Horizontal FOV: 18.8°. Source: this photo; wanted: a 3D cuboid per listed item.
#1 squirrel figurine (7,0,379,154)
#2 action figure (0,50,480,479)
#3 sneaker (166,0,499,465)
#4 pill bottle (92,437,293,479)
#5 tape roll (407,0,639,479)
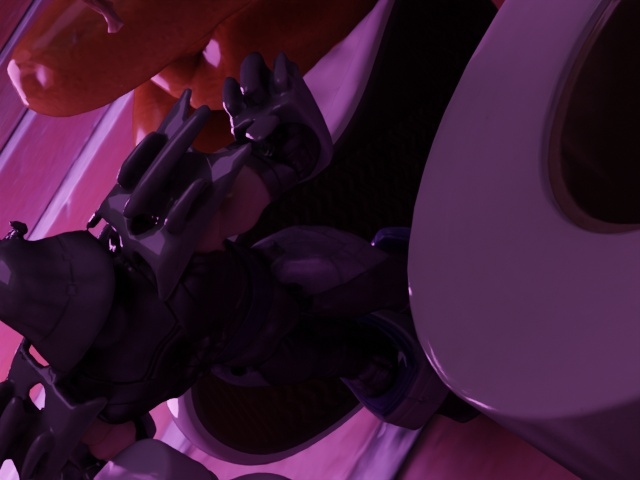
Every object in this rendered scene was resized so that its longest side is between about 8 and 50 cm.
[{"bbox_3d":[-0.035,-0.238,1.014,0.397,0.281,0.370,-29,-11,-5],"label":"squirrel figurine"},{"bbox_3d":[-0.025,0.024,0.728,0.185,0.285,0.099,-49,55,27],"label":"action figure"},{"bbox_3d":[0.000,0.000,0.952,0.123,0.106,0.290,-33,22,54],"label":"sneaker"},{"bbox_3d":[-0.008,0.139,0.673,0.094,0.169,0.094,-43,26,27],"label":"pill bottle"},{"bbox_3d":[0.166,-0.015,0.546,0.246,0.169,0.246,-43,26,26],"label":"tape roll"}]
